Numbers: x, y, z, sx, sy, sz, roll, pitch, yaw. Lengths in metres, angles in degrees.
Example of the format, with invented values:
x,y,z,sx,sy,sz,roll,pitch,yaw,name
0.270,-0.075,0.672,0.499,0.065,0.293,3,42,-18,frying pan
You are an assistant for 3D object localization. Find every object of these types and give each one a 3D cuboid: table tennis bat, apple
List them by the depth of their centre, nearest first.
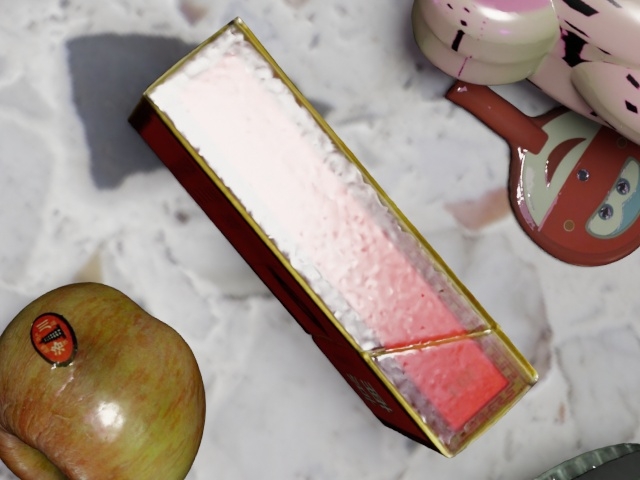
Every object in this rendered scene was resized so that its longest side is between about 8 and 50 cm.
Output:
x,y,z,sx,sy,sz,roll,pitch,yaw,name
-0.118,0.087,0.819,0.126,0.126,0.102,46,58,-7,apple
0.140,-0.049,0.917,0.154,0.019,0.098,36,84,-11,table tennis bat

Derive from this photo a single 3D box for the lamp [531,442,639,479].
x,y,z,sx,sy,sz,roll,pitch,yaw,name
0.187,0.234,0.787,0.205,0.374,0.272,-23,67,-13,lamp

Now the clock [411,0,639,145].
x,y,z,sx,sy,sz,roll,pitch,yaw,name
0.216,-0.174,0.845,0.309,0.114,0.284,12,68,-3,clock

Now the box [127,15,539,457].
x,y,z,sx,sy,sz,roll,pitch,yaw,name
-0.001,0.000,0.823,0.074,0.153,0.240,-42,97,-12,box
